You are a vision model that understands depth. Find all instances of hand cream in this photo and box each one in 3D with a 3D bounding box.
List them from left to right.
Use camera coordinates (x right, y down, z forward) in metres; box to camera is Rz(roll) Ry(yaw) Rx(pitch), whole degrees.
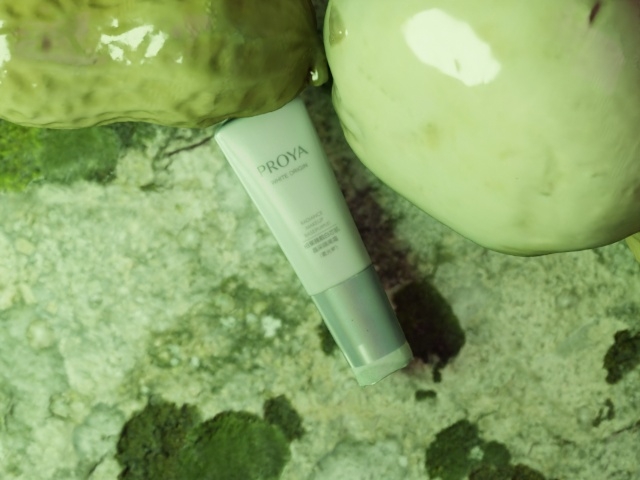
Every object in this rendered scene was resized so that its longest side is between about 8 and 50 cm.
[{"bbox_3d":[0.000,0.000,1.427,0.079,0.048,0.255,-29,101,-13],"label":"hand cream"}]

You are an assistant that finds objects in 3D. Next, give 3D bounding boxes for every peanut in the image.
[{"bbox_3d":[-0.132,-0.160,1.317,0.291,0.159,0.143,-3,72,-16],"label":"peanut"}]

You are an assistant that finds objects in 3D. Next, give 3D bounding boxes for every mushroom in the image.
[{"bbox_3d":[0.179,-0.164,1.340,0.314,0.314,0.336,50,50,-15],"label":"mushroom"}]

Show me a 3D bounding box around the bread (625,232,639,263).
[{"bbox_3d":[0.470,-0.030,1.391,0.371,0.390,0.279,-35,109,-9],"label":"bread"}]
